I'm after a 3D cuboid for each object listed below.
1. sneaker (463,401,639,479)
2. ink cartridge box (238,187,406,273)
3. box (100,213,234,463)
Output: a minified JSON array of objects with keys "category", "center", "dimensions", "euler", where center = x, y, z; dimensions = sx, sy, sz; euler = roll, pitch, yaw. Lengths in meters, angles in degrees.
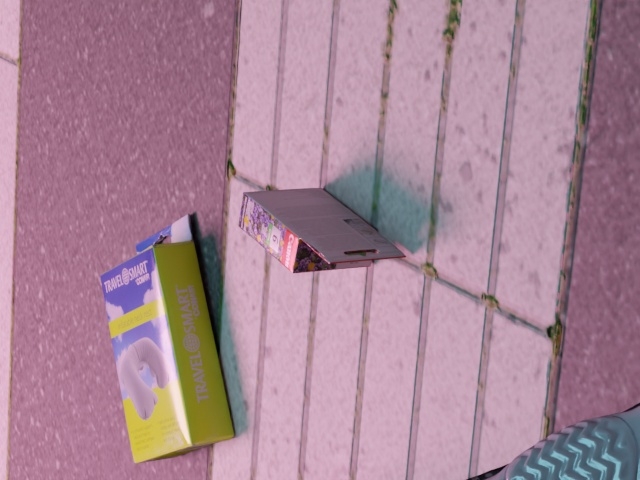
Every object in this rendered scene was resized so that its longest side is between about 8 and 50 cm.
[{"category":"sneaker","center":[0.199,0.135,0.902],"dimensions":[0.366,0.210,0.137],"euler":[-25,71,22]},{"category":"ink cartridge box","center":[0.000,0.000,1.268],"dimensions":[0.115,0.063,0.029],"euler":[40,127,49]},{"category":"box","center":[-0.124,0.079,1.508],"dimensions":[0.109,0.042,0.178],"euler":[-25,74,57]}]
